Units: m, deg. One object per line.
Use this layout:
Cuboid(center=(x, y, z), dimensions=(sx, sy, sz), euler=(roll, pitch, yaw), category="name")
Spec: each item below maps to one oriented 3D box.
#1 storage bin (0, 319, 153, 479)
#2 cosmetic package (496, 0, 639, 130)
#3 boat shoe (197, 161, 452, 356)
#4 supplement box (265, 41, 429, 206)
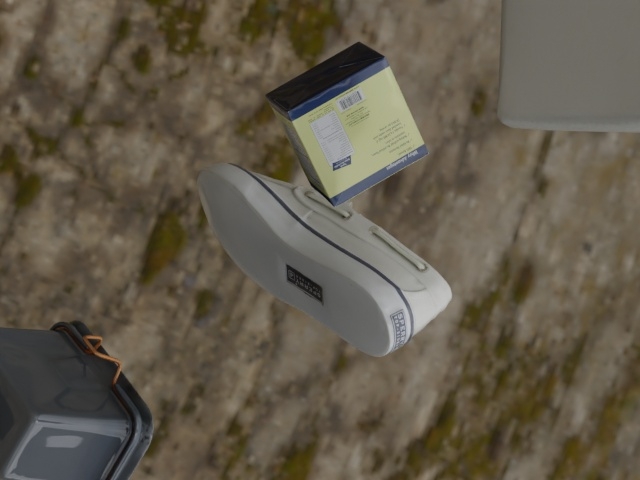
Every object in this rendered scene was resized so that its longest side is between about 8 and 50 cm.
Cuboid(center=(-0.190, 0.109, 1.020), dimensions=(0.091, 0.135, 0.098), euler=(14, 114, -47), category="storage bin")
Cuboid(center=(0.268, -0.107, 0.402), dimensions=(0.230, 0.453, 0.162), euler=(-1, 94, -28), category="cosmetic package")
Cuboid(center=(0.000, 0.000, 1.272), dimensions=(0.088, 0.267, 0.096), euler=(-28, 131, -31), category="boat shoe")
Cuboid(center=(0.019, -0.085, 1.081), dimensions=(0.083, 0.056, 0.083), euler=(-30, 116, -7), category="supplement box")
